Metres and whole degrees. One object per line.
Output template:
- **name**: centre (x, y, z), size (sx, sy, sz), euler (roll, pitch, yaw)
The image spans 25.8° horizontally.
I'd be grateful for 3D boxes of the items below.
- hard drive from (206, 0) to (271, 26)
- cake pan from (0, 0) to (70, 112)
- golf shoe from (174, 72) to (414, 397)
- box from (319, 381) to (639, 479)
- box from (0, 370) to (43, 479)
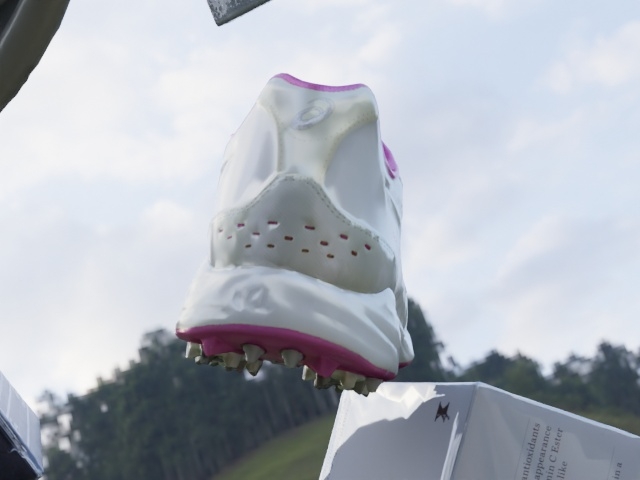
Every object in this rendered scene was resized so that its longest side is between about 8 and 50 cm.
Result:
- **hard drive**: centre (-0.087, -0.289, 1.480), size (0.022, 0.094, 0.135), euler (-26, 7, -33)
- **cake pan**: centre (-0.175, -0.144, 0.337), size (0.293, 0.054, 0.293), euler (10, -57, 15)
- **golf shoe**: centre (0.000, 0.000, 0.696), size (0.115, 0.140, 0.306), euler (8, -3, -1)
- **box**: centre (0.074, 0.181, 0.806), size (0.119, 0.181, 0.182), euler (20, -12, -19)
- **box**: centre (-0.383, 0.105, 1.151), size (0.183, 0.294, 0.296), euler (-36, 7, -9)
